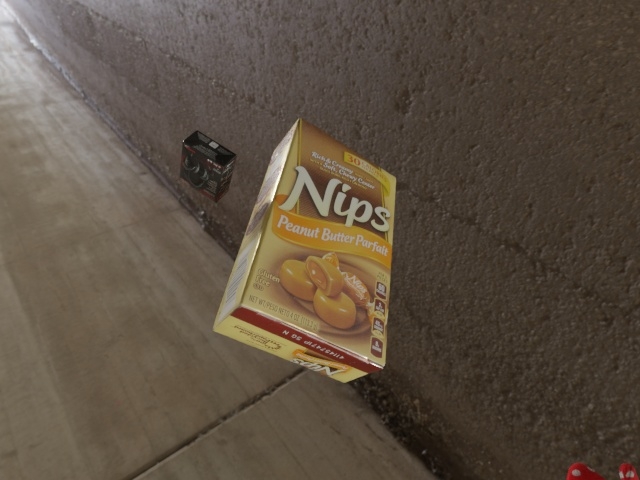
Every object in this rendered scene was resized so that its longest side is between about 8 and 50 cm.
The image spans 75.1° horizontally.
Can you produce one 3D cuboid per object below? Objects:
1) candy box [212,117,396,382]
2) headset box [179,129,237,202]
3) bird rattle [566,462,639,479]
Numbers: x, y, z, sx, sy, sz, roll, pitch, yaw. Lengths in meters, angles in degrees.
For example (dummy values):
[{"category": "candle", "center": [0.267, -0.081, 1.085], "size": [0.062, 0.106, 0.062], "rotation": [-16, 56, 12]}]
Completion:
[{"category": "candy box", "center": [0.000, 0.000, 0.554], "size": [0.183, 0.316, 0.088], "rotation": [28, 139, -20]}, {"category": "headset box", "center": [-0.151, -0.093, 0.551], "size": [0.062, 0.032, 0.083], "rotation": [33, 140, 1]}, {"category": "bird rattle", "center": [0.344, 0.328, 0.384], "size": [0.253, 0.207, 0.143], "rotation": [50, 119, 44]}]
